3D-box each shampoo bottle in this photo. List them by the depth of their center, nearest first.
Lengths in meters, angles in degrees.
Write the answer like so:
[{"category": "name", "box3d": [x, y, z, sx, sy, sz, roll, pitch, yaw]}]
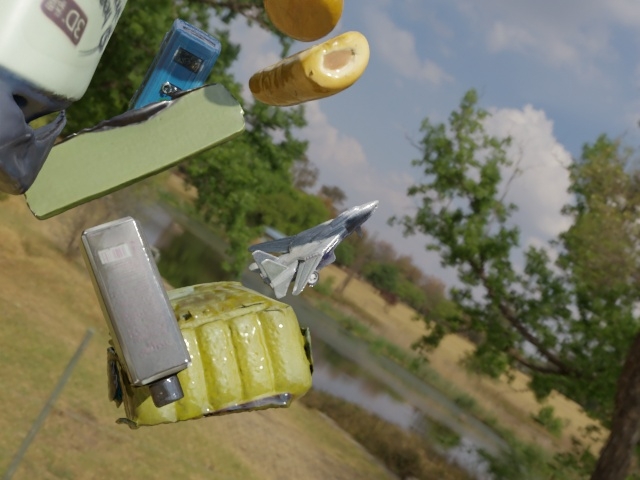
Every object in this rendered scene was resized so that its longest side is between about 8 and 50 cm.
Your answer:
[{"category": "shampoo bottle", "box3d": [-0.127, -0.199, 0.496, 0.078, 0.360, 0.134, 21, -14, 0]}, {"category": "shampoo bottle", "box3d": [-0.238, 0.096, 1.120, 0.246, 0.080, 0.079, 69, -20, 5]}]

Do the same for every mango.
[{"category": "mango", "box3d": [-0.036, -0.526, 1.860, 0.187, 0.144, 0.359, 50, -9, -9]}]

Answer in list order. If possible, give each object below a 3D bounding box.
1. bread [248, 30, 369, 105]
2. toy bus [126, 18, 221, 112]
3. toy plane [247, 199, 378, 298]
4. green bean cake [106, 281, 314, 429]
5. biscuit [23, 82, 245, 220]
[{"category": "bread", "box3d": [-0.021, -0.289, 1.496, 0.091, 0.142, 0.305, 60, -17, -15]}, {"category": "toy bus", "box3d": [-0.303, -0.314, 1.746, 0.113, 0.246, 0.134, 27, 16, -19]}, {"category": "toy plane", "box3d": [0.003, 0.010, 1.605, 0.212, 0.267, 0.088, 39, -28, 53]}, {"category": "green bean cake", "box3d": [-0.188, 0.176, 1.350, 0.309, 0.202, 0.285, -8, -7, -19]}, {"category": "biscuit", "box3d": [-0.259, -0.128, 1.190, 0.099, 0.322, 0.038, 61, -15, 12]}]
